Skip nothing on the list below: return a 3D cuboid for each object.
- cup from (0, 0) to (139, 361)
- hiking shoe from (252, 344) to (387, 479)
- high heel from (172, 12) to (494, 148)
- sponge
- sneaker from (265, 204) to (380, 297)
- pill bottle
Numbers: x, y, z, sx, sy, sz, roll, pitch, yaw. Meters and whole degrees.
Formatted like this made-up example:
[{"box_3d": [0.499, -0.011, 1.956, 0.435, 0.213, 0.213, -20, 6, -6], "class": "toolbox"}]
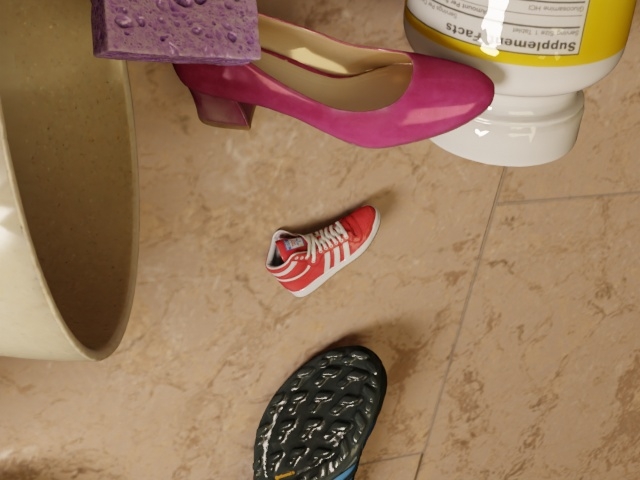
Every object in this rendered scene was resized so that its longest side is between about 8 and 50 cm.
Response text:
[{"box_3d": [-0.267, -0.076, 0.708, 0.237, 0.331, 0.331, -6, 128, 2], "class": "cup"}, {"box_3d": [-0.011, 0.242, 1.205, 0.304, 0.113, 0.132, -63, 158, 13], "class": "hiking shoe"}, {"box_3d": [0.007, -0.137, 0.832, 0.244, 0.082, 0.117, 6, 147, 13], "class": "high heel"}, {"box_3d": [-0.104, -0.228, 0.768, 0.117, 0.031, 0.210, -2, 86, -32], "class": "sponge"}, {"box_3d": [0.000, 0.000, 1.059, 0.118, 0.042, 0.067, -43, 135, 8], "class": "sneaker"}, {"box_3d": [0.166, -0.237, 0.887, 0.188, 0.188, 0.334, -11, 127, -22], "class": "pill bottle"}]
